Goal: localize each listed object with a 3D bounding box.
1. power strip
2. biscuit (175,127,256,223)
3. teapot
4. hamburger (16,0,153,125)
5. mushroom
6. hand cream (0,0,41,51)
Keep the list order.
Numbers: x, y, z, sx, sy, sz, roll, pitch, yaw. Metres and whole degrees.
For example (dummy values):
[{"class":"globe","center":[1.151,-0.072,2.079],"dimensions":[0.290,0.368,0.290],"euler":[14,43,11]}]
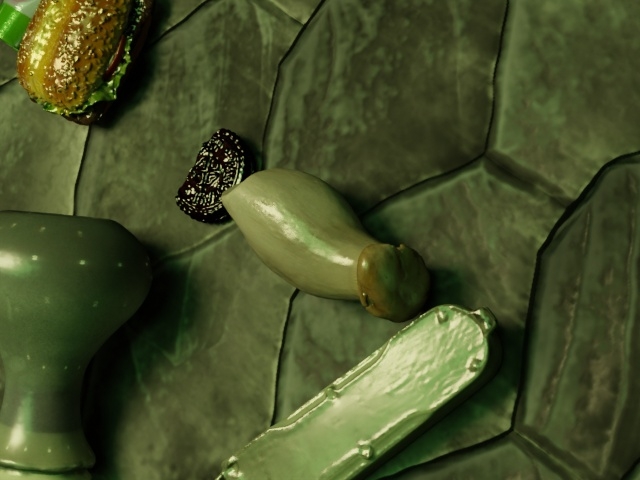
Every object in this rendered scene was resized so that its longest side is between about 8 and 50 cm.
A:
[{"class":"power strip","center":[0.035,0.147,0.937],"dimensions":[0.286,0.048,0.080],"euler":[-40,67,16]},{"class":"biscuit","center":[-0.101,-0.060,1.082],"dimensions":[0.089,0.027,0.087],"euler":[-25,67,23]},{"class":"teapot","center":[-0.256,0.100,1.056],"dimensions":[0.183,0.183,0.251],"euler":[5,90,31]},{"class":"hamburger","center":[-0.245,-0.207,1.168],"dimensions":[0.137,0.087,0.166],"euler":[25,91,32]},{"class":"mushroom","center":[0.001,-0.001,0.967],"dimensions":[0.088,0.097,0.212],"euler":[-39,50,-22]},{"class":"hand cream","center":[-0.278,-0.337,1.253],"dimensions":[0.079,0.050,0.275],"euler":[31,88,7]}]
